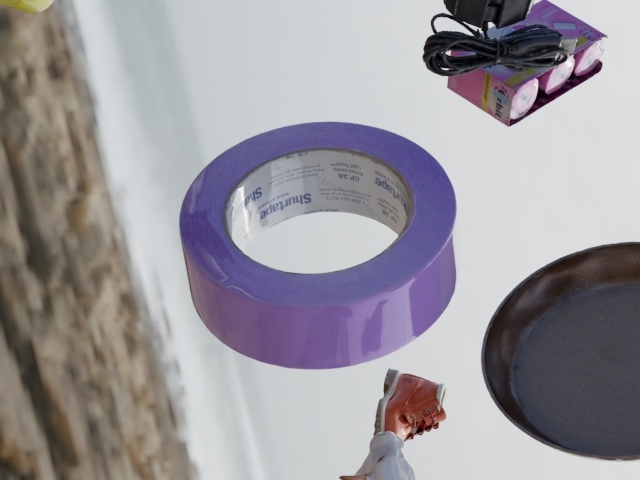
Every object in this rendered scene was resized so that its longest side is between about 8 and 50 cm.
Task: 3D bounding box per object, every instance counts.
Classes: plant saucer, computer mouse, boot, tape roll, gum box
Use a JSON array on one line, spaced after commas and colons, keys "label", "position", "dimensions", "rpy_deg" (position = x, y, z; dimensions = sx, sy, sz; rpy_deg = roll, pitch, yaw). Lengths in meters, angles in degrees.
[{"label": "plant saucer", "position": [0.328, 0.124, 1.873], "dimensions": [0.311, 0.310, 0.050], "rpy_deg": [-107, 180, -47]}, {"label": "computer mouse", "position": [0.213, -0.329, 2.051], "dimensions": [0.072, 0.188, 0.272], "rpy_deg": [-155, -118, -71]}, {"label": "boot", "position": [0.108, 0.217, 2.133], "dimensions": [0.158, 0.084, 0.059], "rpy_deg": [-68, 167, -52]}, {"label": "tape roll", "position": [0.000, 0.000, 1.753], "dimensions": [0.275, 0.274, 0.090], "rpy_deg": [-107, -172, -48]}, {"label": "gum box", "position": [0.262, -0.226, 2.202], "dimensions": [0.107, 0.188, 0.062], "rpy_deg": [36, -38, 31]}]

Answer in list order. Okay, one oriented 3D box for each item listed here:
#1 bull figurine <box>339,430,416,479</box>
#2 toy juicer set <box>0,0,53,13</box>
[{"label": "bull figurine", "position": [0.016, 0.327, 1.636], "dimensions": [0.188, 0.101, 0.310], "rpy_deg": [5, -89, 61]}, {"label": "toy juicer set", "position": [-0.244, -0.398, 1.739], "dimensions": [0.089, 0.209, 0.329], "rpy_deg": [35, 48, -70]}]
